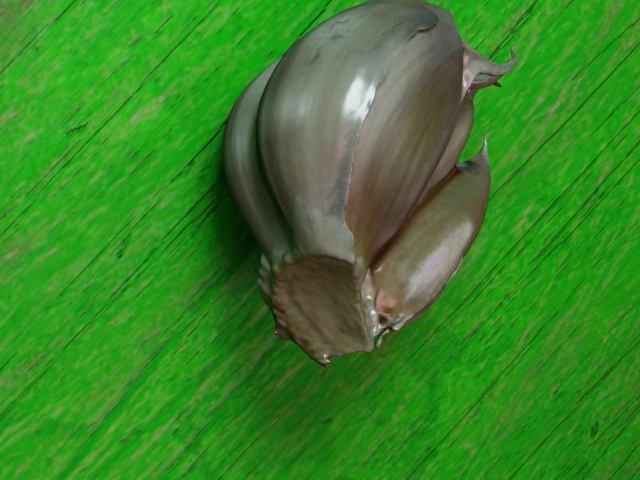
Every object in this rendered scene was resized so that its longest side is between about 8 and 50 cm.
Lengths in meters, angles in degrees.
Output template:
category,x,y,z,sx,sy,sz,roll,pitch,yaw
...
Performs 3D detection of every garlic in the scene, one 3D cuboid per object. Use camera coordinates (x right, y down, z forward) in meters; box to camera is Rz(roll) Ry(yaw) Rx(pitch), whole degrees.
category,x,y,z,sx,sy,sz,roll,pitch,yaw
garlic,0.045,-0.061,1.496,0.237,0.210,0.292,33,67,-23
